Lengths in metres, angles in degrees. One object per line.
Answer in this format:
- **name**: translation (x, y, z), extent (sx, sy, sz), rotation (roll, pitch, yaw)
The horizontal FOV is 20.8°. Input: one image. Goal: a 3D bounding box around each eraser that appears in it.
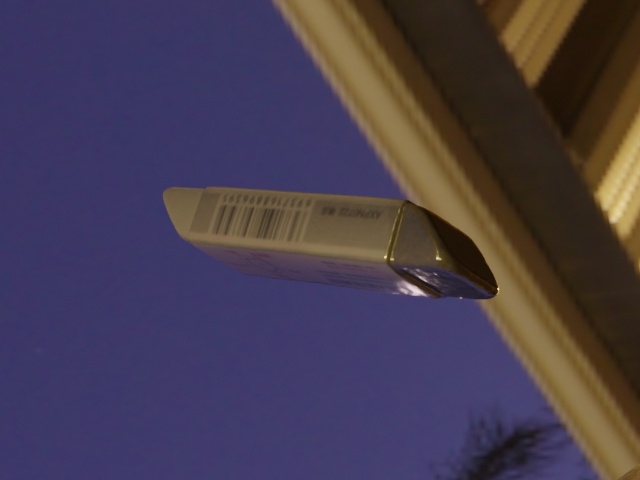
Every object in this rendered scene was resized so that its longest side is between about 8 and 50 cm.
- **eraser**: translation (0.000, 0.000, 1.469), extent (0.089, 0.352, 0.061), rotation (32, -109, -44)

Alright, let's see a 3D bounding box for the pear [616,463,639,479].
- **pear**: translation (0.187, 0.213, 0.720), extent (0.285, 0.336, 0.285), rotation (35, -164, -11)
